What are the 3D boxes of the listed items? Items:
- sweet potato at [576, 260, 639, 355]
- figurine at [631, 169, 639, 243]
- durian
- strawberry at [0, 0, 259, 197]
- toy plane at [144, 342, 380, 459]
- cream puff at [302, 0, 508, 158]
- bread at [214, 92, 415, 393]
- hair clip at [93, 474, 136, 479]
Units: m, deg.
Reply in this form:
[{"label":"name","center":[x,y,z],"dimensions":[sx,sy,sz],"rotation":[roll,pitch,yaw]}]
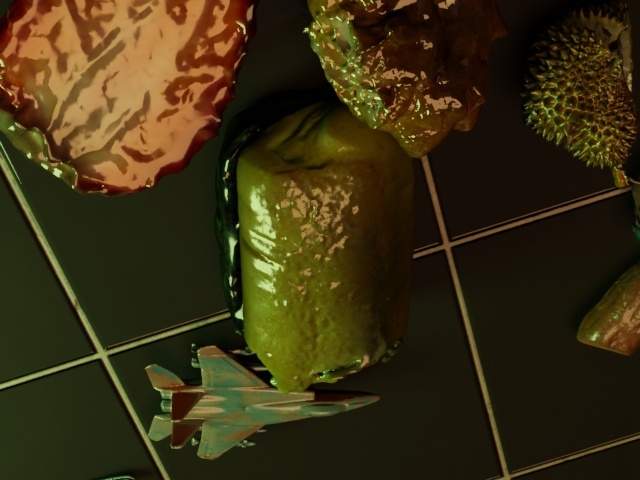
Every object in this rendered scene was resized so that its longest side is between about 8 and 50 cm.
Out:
[{"label":"sweet potato","center":[0.469,0.080,1.747],"dimensions":[0.097,0.097,0.251],"rotation":[30,116,-29]},{"label":"figurine","center":[0.476,-0.071,1.639],"dimensions":[0.144,0.114,0.178],"rotation":[40,99,-24]},{"label":"durian","center":[0.317,-0.168,1.494],"dimensions":[0.138,0.193,0.237],"rotation":[-6,113,17]},{"label":"strawberry","center":[-0.214,-0.216,1.372],"dimensions":[0.265,0.149,0.336],"rotation":[40,100,-25]},{"label":"toy plane","center":[-0.081,0.221,1.734],"dimensions":[0.327,0.104,0.222],"rotation":[-5,127,-13]},{"label":"cream puff","center":[0.092,-0.236,1.380],"dimensions":[0.269,0.155,0.241],"rotation":[31,72,-31]},{"label":"bread","center":[0.000,0.000,1.535],"dimensions":[0.251,0.208,0.376],"rotation":[-7,123,-12]},{"label":"hair clip","center":[-0.384,0.391,1.832],"dimensions":[0.230,0.070,0.039],"rotation":[-25,123,-2]}]
